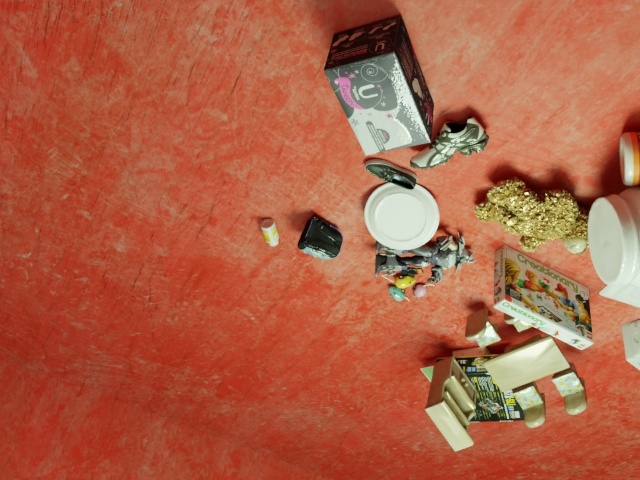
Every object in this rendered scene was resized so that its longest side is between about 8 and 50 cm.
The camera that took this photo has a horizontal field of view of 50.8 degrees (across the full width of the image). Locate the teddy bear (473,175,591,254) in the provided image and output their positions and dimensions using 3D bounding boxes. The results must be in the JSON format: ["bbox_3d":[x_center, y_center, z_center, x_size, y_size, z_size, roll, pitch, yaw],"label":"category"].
[{"bbox_3d":[0.558,-0.050,1.701,0.338,0.113,0.245,29,140,-18],"label":"teddy bear"}]

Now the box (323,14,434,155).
[{"bbox_3d":[0.132,-0.327,1.463,0.164,0.142,0.247,-9,135,24],"label":"box"}]

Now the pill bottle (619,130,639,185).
[{"bbox_3d":[0.779,-0.187,1.473,0.221,0.121,0.121,-4,137,18],"label":"pill bottle"}]

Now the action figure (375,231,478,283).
[{"bbox_3d":[0.297,0.048,1.896,0.285,0.099,0.185,2,133,7],"label":"action figure"}]

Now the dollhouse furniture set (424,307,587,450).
[{"bbox_3d":[0.534,0.422,2.011,0.394,0.256,0.362,-29,104,26],"label":"dollhouse furniture set"}]

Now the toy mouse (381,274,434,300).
[{"bbox_3d":[0.269,0.160,2.075,0.161,0.031,0.143,1,143,7],"label":"toy mouse"}]

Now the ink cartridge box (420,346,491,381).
[{"bbox_3d":[0.489,0.449,2.343,0.235,0.056,0.171,-14,133,29],"label":"ink cartridge box"}]

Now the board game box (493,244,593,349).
[{"bbox_3d":[0.614,0.157,1.863,0.306,0.192,0.053,25,139,-15],"label":"board game box"}]

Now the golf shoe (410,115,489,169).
[{"bbox_3d":[0.293,-0.234,1.596,0.198,0.077,0.093,-19,116,27],"label":"golf shoe"}]

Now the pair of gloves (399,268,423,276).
[{"bbox_3d":[0.260,0.079,2.008,0.074,0.010,0.083,-15,136,27],"label":"pair of gloves"}]

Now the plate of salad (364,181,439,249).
[{"bbox_3d":[0.217,-0.069,1.803,0.200,0.048,0.199,6,117,11],"label":"plate of salad"}]

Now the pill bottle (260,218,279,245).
[{"bbox_3d":[-0.146,-0.022,1.970,0.044,0.043,0.083,1,138,14],"label":"pill bottle"}]

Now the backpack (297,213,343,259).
[{"bbox_3d":[0.000,0.000,1.916,0.114,0.104,0.084,27,161,-17],"label":"backpack"}]

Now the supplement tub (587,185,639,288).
[{"bbox_3d":[0.810,-0.015,1.530,0.332,0.241,0.241,-6,138,2],"label":"supplement tub"}]

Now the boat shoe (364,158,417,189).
[{"bbox_3d":[0.179,-0.167,1.716,0.142,0.040,0.049,17,140,-5],"label":"boat shoe"}]

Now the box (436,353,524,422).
[{"bbox_3d":[0.551,0.511,2.301,0.257,0.079,0.322,-9,134,19],"label":"box"}]

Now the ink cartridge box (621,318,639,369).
[{"bbox_3d":[1.005,0.322,2.002,0.176,0.128,0.127,33,136,-23],"label":"ink cartridge box"}]

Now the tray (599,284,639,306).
[{"bbox_3d":[0.906,0.105,1.852,0.145,0.030,0.270,18,140,-5],"label":"tray"}]
